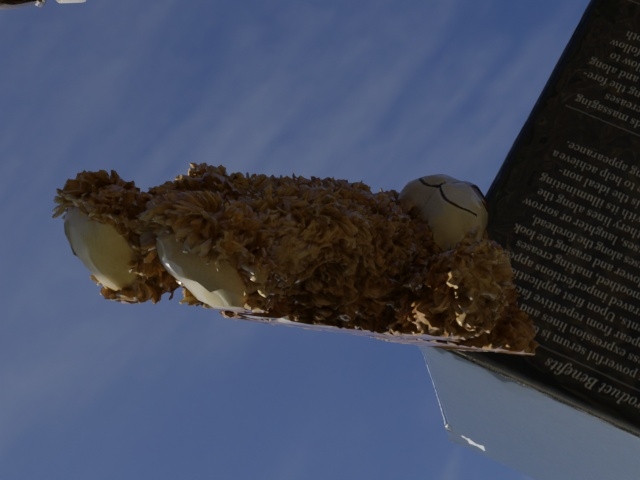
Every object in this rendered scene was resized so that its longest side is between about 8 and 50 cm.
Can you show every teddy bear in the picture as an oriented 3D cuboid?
[{"bbox_3d":[0.000,0.000,1.108,0.338,0.245,0.113,9,-93,-28],"label":"teddy bear"}]

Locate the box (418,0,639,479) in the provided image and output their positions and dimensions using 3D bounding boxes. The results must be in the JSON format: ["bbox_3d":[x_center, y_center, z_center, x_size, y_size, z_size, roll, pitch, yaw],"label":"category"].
[{"bbox_3d":[0.268,-0.002,1.515,0.395,0.212,0.293,-61,-18,-15],"label":"box"}]

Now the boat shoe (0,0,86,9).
[{"bbox_3d":[-0.236,-0.331,1.321,0.097,0.116,0.324,-9,-81,-16],"label":"boat shoe"}]
